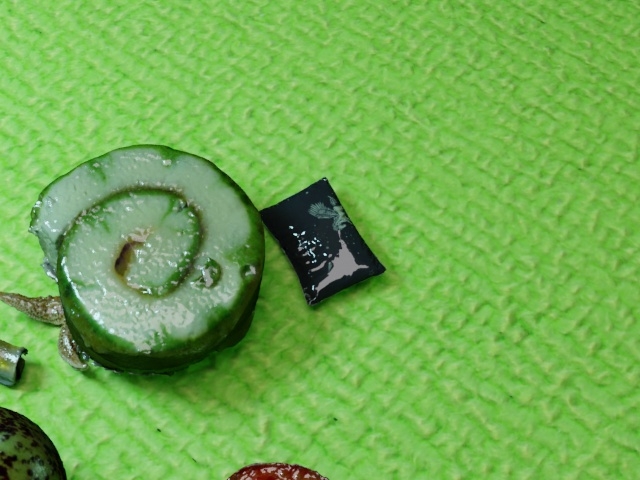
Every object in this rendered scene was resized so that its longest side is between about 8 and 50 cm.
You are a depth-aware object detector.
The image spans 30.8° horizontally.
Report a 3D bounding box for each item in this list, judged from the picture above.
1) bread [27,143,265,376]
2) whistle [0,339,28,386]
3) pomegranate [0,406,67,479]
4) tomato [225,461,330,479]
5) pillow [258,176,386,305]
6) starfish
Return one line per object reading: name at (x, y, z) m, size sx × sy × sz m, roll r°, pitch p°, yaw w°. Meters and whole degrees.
bread at (-0.275, 0.024, 1.804) m, size 0.382 × 0.129 × 0.366 m, roll 17°, pitch 59°, yaw 6°
whistle at (-0.613, 0.144, 1.803) m, size 0.327 × 0.057 × 0.067 m, roll 19°, pitch 78°, yaw 4°
pomegranate at (-0.435, 0.387, 1.586) m, size 0.341 × 0.285 × 0.285 m, roll 40°, pitch 63°, yaw -14°
tomato at (-0.059, 0.431, 1.622) m, size 0.228 × 0.101 × 0.227 m, roll 3°, pitch 63°, yaw -6°
pillow at (0.000, 0.000, 1.905) m, size 0.141 × 0.055 × 0.208 m, roll -26°, pitch 61°, yaw -7°
starfish at (-0.372, 0.099, 1.850) m, size 0.277 × 0.062 × 0.235 m, roll 13°, pitch 58°, yaw 6°
